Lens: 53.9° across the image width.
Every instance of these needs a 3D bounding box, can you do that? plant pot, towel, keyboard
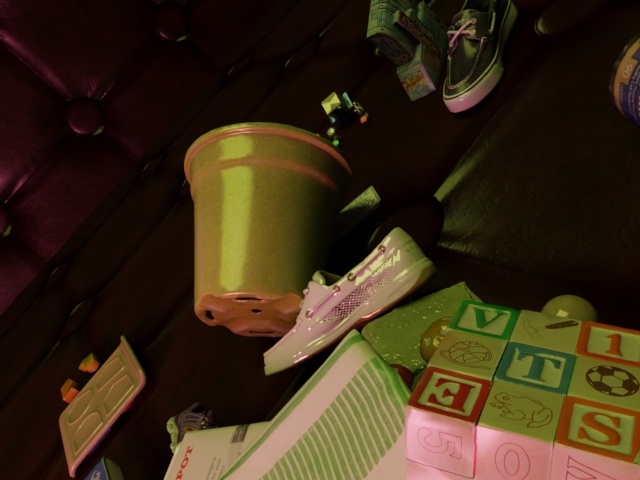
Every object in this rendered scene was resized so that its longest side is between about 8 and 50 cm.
[{"bbox_3d":[-0.089,0.002,0.972,0.276,0.276,0.254,-21,54,37],"label":"plant pot"},{"bbox_3d":[0.013,0.242,0.481,0.248,0.038,0.325,-49,30,9],"label":"towel"},{"bbox_3d":[0.000,0.000,1.096,0.256,0.014,0.072,-40,29,10],"label":"keyboard"},{"bbox_3d":[0.128,0.109,0.735,0.148,0.027,0.110,-24,33,0],"label":"towel"}]

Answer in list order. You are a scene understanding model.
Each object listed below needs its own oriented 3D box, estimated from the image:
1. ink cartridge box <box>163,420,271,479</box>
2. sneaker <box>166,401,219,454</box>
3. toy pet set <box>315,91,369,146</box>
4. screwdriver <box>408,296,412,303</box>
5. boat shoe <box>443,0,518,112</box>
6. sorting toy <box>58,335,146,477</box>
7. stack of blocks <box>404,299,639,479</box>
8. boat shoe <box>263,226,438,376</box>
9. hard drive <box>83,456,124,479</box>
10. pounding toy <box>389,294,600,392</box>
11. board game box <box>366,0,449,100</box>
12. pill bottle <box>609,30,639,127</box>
[{"bbox_3d":[-0.061,0.308,0.674,0.272,0.115,0.199,-20,38,38],"label":"ink cartridge box"},{"bbox_3d":[-0.177,0.285,0.912,0.071,0.068,0.170,-43,27,-7],"label":"sneaker"},{"bbox_3d":[0.045,-0.249,1.334,0.122,0.065,0.114,-36,65,23],"label":"toy pet set"},{"bbox_3d":[0.121,0.095,0.807,0.025,0.024,0.170,-43,23,29],"label":"screwdriver"},{"bbox_3d":[0.267,-0.352,1.101,0.108,0.102,0.301,-10,45,47],"label":"boat shoe"},{"bbox_3d":[-0.447,0.308,1.272,0.229,0.041,0.307,-54,29,-7],"label":"sorting toy"},{"bbox_3d":[0.220,0.119,0.389,0.296,0.087,0.171,8,28,26],"label":"stack of blocks"},{"bbox_3d":[0.021,0.082,0.835,0.277,0.096,0.098,-37,-12,18],"label":"boat shoe"},{"bbox_3d":[-0.407,0.513,0.947,0.319,0.040,0.210,-51,29,-8],"label":"hard drive"},{"bbox_3d":[0.131,0.128,0.590,0.236,0.110,0.183,-37,10,37],"label":"pounding toy"},{"bbox_3d":[0.175,-0.380,1.215,0.060,0.194,0.194,-20,52,40],"label":"board game box"},{"bbox_3d":[0.401,-0.139,0.630,0.122,0.123,0.219,-38,29,14],"label":"pill bottle"}]
